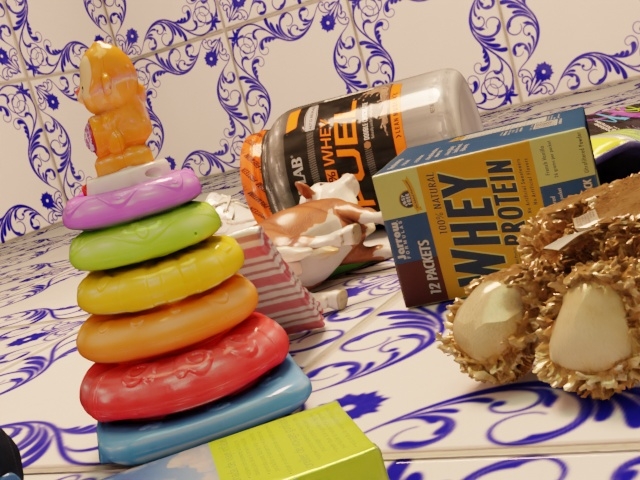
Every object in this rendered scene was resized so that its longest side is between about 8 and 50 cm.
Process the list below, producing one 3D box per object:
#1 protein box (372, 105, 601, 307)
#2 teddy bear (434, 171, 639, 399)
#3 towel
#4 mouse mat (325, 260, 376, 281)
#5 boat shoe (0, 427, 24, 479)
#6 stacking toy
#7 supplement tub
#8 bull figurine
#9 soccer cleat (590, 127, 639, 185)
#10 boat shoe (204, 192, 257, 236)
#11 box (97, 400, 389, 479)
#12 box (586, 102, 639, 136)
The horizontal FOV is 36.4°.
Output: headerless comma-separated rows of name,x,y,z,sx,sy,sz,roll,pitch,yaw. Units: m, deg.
protein box,0.181,-0.040,0.989,0.201,0.136,0.200,-12,10,17
teddy bear,0.239,0.019,0.708,0.245,0.113,0.338,-17,13,40
towel,-0.089,0.048,0.895,0.144,0.029,0.197,-14,-32,12
mouse mat,-0.005,0.035,1.263,0.152,0.007,0.189,-20,9,-25
boat shoe,-0.315,0.156,0.770,0.258,0.089,0.109,-9,11,36
stacking toy,-0.129,0.001,0.729,0.165,0.302,0.175,-17,10,-10
supplement tub,0.066,-0.117,1.439,0.337,0.207,0.207,-13,9,21
bull figurine,0.000,0.000,1.140,0.188,0.101,0.310,1,21,33
soccer cleat,0.289,-0.075,1.178,0.289,0.094,0.121,-11,17,28
boat shoe,-0.177,-0.036,1.701,0.277,0.096,0.098,-12,9,21
box,-0.058,0.146,0.548,0.178,0.042,0.109,-17,8,-10
box,0.472,-0.173,1.513,0.162,0.029,0.116,-15,30,-21
